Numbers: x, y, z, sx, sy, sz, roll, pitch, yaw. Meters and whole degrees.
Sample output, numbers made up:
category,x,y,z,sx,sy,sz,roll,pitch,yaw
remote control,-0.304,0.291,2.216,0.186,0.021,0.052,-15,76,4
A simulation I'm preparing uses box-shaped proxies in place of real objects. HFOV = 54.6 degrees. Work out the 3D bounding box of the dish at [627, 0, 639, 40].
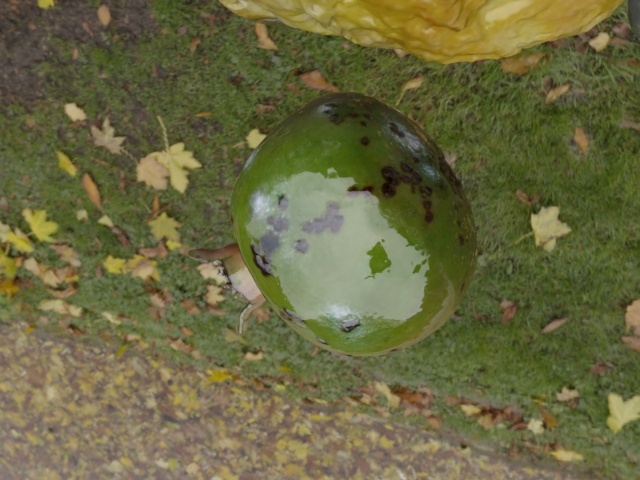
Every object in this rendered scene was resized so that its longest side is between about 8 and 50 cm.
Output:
category,x,y,z,sx,sy,sz,roll,pitch,yaw
dish,0.450,-0.318,0.728,0.124,0.324,0.325,10,118,6

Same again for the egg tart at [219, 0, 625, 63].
category,x,y,z,sx,sy,sz,roll,pitch,yaw
egg tart,0.079,-0.200,0.326,0.339,0.351,0.153,-19,73,-10

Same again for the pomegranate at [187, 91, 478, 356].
category,x,y,z,sx,sy,sz,roll,pitch,yaw
pomegranate,0.003,-0.005,0.678,0.323,0.291,0.291,-18,109,0
